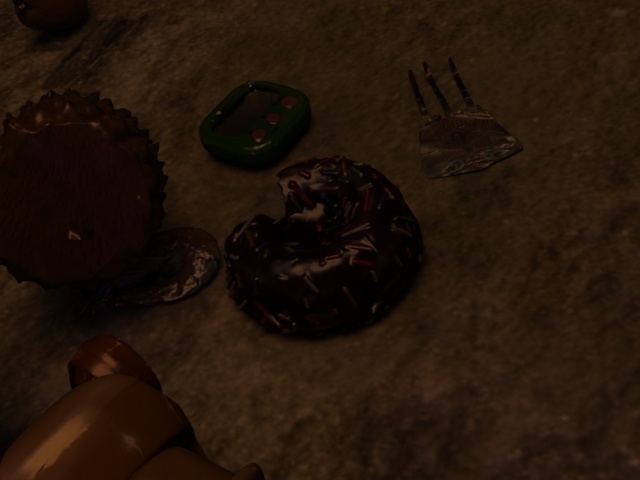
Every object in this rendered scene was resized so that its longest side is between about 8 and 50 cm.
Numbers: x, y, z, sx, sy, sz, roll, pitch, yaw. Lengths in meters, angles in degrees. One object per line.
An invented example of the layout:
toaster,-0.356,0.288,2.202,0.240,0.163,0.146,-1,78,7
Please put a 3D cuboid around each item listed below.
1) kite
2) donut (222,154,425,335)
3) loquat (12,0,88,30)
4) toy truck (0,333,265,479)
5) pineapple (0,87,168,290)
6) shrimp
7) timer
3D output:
kite,0.175,-0.164,1.270,0.127,0.016,0.229,-12,47,1
donut,0.001,0.000,1.096,0.230,0.096,0.216,-37,47,-20
loquat,-0.452,-0.409,1.620,0.112,0.137,0.137,15,52,25
toy truck,-0.178,0.223,0.818,0.211,0.288,0.204,38,61,13
pineapple,-0.301,-0.081,1.185,0.222,0.223,0.357,-23,20,-7
shrimp,-0.206,0.043,1.155,0.190,0.042,0.101,-28,52,-13
timer,-0.087,-0.157,1.316,0.128,0.047,0.140,19,54,30
